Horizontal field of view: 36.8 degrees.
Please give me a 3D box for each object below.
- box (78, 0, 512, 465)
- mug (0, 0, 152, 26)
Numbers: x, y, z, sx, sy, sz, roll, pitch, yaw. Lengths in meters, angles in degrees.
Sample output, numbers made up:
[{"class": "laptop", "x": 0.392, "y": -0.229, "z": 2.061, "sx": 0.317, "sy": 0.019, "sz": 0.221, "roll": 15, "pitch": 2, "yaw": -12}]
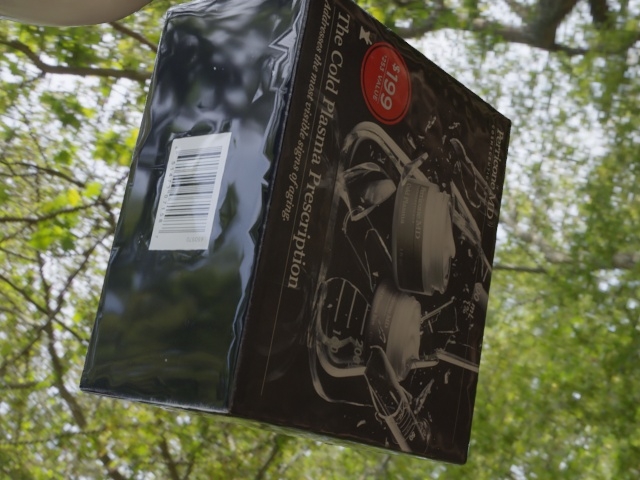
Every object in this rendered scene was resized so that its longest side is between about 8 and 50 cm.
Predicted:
[{"class": "box", "x": 0.000, "y": 0.000, "z": 0.847, "sx": 0.312, "sy": 0.179, "sz": 0.343, "roll": 24, "pitch": -109, "yaw": -47}, {"class": "mug", "x": -0.240, "y": -0.212, "z": 0.460, "sx": 0.374, "sy": 0.328, "sz": 0.276, "roll": 13, "pitch": -46, "yaw": -23}]
